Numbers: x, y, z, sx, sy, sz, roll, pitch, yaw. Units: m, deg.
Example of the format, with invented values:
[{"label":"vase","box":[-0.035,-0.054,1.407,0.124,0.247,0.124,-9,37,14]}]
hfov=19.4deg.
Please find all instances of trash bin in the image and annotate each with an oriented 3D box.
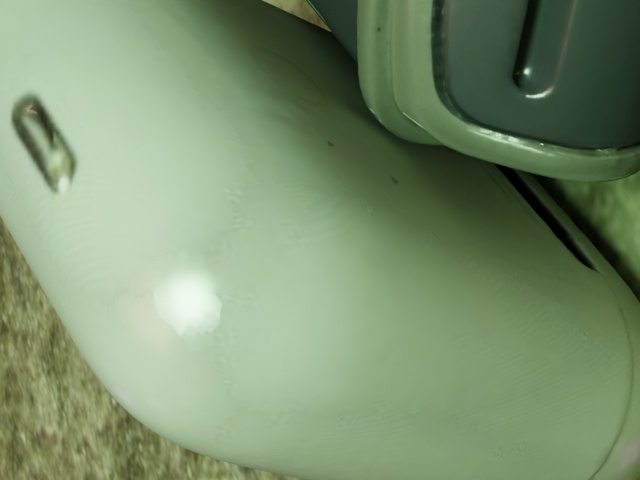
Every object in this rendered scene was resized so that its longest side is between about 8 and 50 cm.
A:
[{"label":"trash bin","box":[0.075,-0.171,0.858,0.290,0.182,0.209,-128,39,-49]}]

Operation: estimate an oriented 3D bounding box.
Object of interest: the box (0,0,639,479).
[{"label":"box","box":[0.001,-0.001,0.886,0.141,0.349,0.288,-52,49,17]}]
